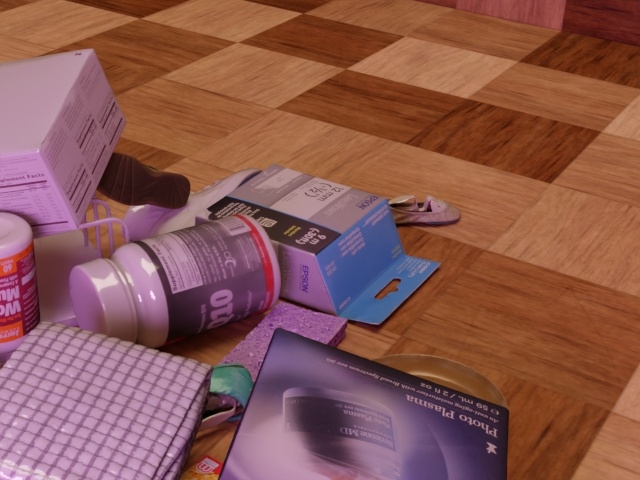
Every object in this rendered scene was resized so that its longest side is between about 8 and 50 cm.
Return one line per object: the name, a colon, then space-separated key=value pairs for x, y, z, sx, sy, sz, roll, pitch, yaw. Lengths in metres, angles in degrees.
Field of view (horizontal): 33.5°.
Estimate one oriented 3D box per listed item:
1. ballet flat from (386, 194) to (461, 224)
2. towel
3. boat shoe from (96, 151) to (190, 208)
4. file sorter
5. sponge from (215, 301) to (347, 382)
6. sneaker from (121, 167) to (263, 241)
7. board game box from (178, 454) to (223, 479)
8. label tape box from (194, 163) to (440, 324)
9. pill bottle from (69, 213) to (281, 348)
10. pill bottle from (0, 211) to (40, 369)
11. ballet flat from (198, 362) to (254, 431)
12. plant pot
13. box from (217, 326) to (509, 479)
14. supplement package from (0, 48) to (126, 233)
ballet flat: x=0.186 y=-0.059 z=1.971 sx=0.168 sy=0.052 sz=0.057 roll=-5 pitch=30 yaw=-14
towel: x=-0.270 y=0.231 z=1.227 sx=0.235 sy=0.121 sz=0.283 roll=17 pitch=32 yaw=2
boat shoe: x=-0.312 y=-0.095 z=1.744 sx=0.073 sy=0.080 sz=0.224 roll=8 pitch=-3 yaw=38
file sorter: x=-0.435 y=-0.002 z=1.689 sx=0.193 sy=0.173 sz=0.278 roll=-15 pitch=34 yaw=-28
sponge: x=-0.055 y=0.162 z=1.571 sx=0.117 sy=0.031 sz=0.210 roll=15 pitch=31 yaw=21
sneaker: x=-0.231 y=-0.070 z=1.898 sx=0.169 sy=0.108 sz=0.292 roll=19 pitch=34 yaw=21
board game box: x=-0.141 y=0.341 z=1.223 sx=0.147 sy=0.045 sz=0.193 roll=21 pitch=34 yaw=31
label tape box: x=0.000 y=0.000 z=1.787 sx=0.348 sy=0.115 sz=0.249 roll=16 pitch=32 yaw=26
pill bottle: x=-0.217 y=0.068 z=1.593 sx=0.283 sy=0.161 sz=0.161 roll=-17 pitch=35 yaw=-31
pill bottle: x=-0.455 y=0.081 z=1.483 sx=0.121 sy=0.221 sz=0.121 roll=2 pitch=29 yaw=-1
ballet flat: x=-0.207 y=0.218 z=1.410 sx=0.247 sy=0.083 sz=0.087 roll=-6 pitch=44 yaw=-12
plant pot: x=0.138 y=0.235 z=1.457 sx=0.236 sy=0.032 sz=0.236 roll=2 pitch=28 yaw=-1
box: x=0.039 y=0.282 z=1.151 sx=0.296 sy=0.182 sz=0.294 roll=19 pitch=31 yaw=0
supplement package: x=-0.438 y=-0.144 z=1.579 sx=0.204 sy=0.145 sz=0.262 roll=-6 pitch=40 yaw=15
